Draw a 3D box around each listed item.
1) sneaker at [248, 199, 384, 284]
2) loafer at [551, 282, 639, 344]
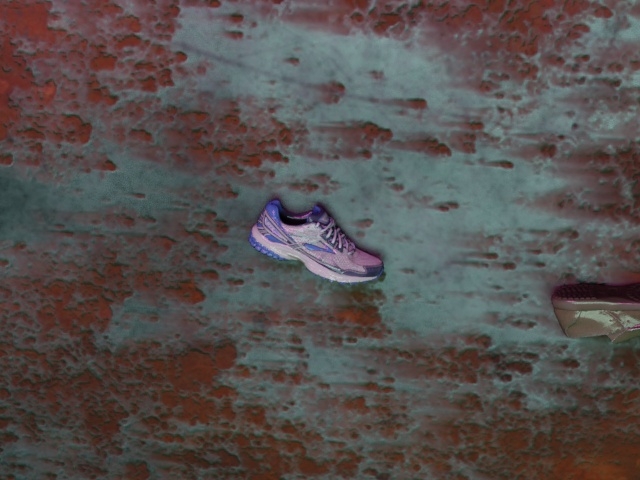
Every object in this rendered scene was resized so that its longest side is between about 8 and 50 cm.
[{"bbox_3d":[0.000,0.000,1.248,0.135,0.052,0.058,19,110,0],"label":"sneaker"},{"bbox_3d":[0.296,0.070,1.232,0.148,0.056,0.050,3,114,18],"label":"loafer"}]
